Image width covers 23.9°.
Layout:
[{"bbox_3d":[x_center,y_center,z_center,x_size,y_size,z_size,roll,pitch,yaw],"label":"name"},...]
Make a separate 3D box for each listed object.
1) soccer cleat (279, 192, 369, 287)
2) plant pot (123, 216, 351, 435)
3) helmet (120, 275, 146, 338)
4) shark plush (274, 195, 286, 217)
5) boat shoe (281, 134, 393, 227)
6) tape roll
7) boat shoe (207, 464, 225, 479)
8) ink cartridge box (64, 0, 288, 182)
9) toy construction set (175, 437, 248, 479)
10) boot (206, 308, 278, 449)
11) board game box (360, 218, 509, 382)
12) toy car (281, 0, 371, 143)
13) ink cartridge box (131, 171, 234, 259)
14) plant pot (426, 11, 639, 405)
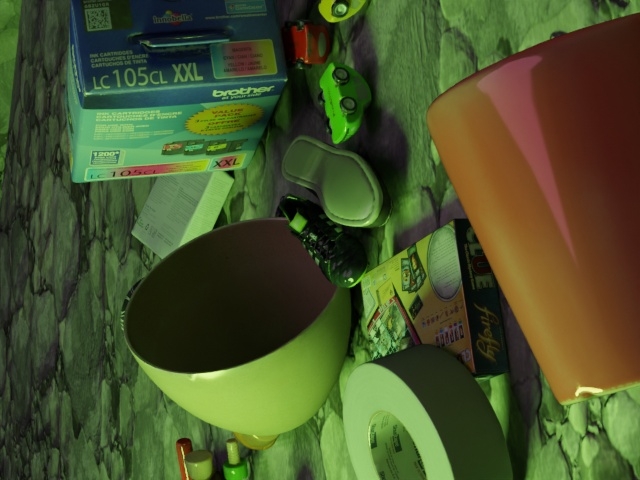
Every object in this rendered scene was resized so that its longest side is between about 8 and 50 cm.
[{"bbox_3d":[0.000,0.000,1.794,0.060,0.072,0.179,-53,33,9],"label":"soccer cleat"},{"bbox_3d":[-0.080,0.132,1.896,0.284,0.284,0.191,55,169,53],"label":"plant pot"},{"bbox_3d":[-0.227,0.120,2.345,0.161,0.169,0.169,6,97,50],"label":"helmet"},{"bbox_3d":[-0.072,0.017,2.093,0.067,0.073,0.161,-58,-33,-73],"label":"shark plush"},{"bbox_3d":[0.033,-0.067,1.821,0.081,0.069,0.228,-61,34,7],"label":"boat shoe"},{"bbox_3d":[0.109,0.221,1.578,0.219,0.072,0.219,42,141,46],"label":"tape roll"},{"bbox_3d":[-0.184,0.411,2.366,0.073,0.073,0.207,46,152,3],"label":"boat shoe"},{"bbox_3d":[-0.201,-0.218,2.022,0.395,0.270,0.151,120,142,-68],"label":"ink cartridge box"},{"bbox_3d":[-0.143,0.440,2.094,0.309,0.257,0.237,-117,19,-68],"label":"toy construction set"},{"bbox_3d":[-0.134,0.154,2.104,0.211,0.104,0.295,150,99,-76],"label":"boot"},{"bbox_3d":[0.119,0.087,1.652,0.243,0.042,0.165,146,120,-63],"label":"board game box"},{"bbox_3d":[0.022,-0.221,1.857,0.239,0.053,0.225,126,137,-56],"label":"toy car"},{"bbox_3d":[-0.207,-0.079,2.379,0.224,0.045,0.223,-66,27,5],"label":"ink cartridge box"},{"bbox_3d":[0.236,-0.018,1.124,0.275,0.275,0.243,-32,71,64],"label":"plant pot"}]
